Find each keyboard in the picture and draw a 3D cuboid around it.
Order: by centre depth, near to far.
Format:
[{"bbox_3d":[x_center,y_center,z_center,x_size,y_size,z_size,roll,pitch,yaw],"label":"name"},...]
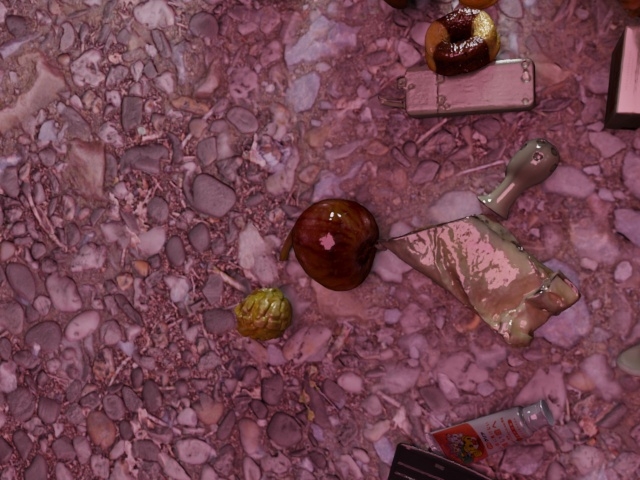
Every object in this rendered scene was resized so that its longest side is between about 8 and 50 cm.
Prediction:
[{"bbox_3d":[0.213,0.452,1.437,0.381,0.041,0.103,16,108,11],"label":"keyboard"}]

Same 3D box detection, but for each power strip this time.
[{"bbox_3d":[0.248,-0.278,1.407,0.288,0.053,0.093,0,91,19],"label":"power strip"}]

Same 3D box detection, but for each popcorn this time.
[{"bbox_3d":[-0.112,0.142,1.506,0.116,0.120,0.106,14,61,11],"label":"popcorn"}]

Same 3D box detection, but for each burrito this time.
[{"bbox_3d":[0.287,0.044,1.376,0.348,0.107,0.175,37,86,12],"label":"burrito"}]

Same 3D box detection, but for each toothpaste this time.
[{"bbox_3d":[0.312,0.357,1.401,0.234,0.057,0.089,-29,88,25],"label":"toothpaste"}]

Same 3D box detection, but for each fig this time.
[{"bbox_3d":[0.004,-0.005,1.447,0.207,0.175,0.175,25,99,36],"label":"fig"}]

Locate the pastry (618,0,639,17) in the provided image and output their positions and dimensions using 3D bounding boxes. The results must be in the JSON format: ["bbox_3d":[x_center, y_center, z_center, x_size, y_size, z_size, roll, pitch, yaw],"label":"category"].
[{"bbox_3d":[0.513,-0.557,1.188,0.405,0.292,0.337,44,115,15],"label":"pastry"}]

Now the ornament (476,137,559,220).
[{"bbox_3d":[0.358,-0.116,1.365,0.075,0.081,0.156,33,107,-19],"label":"ornament"}]

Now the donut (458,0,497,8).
[{"bbox_3d":[0.294,-0.462,1.397,0.083,0.038,0.067,6,96,17],"label":"donut"}]

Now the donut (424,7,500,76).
[{"bbox_3d":[0.251,-0.362,1.375,0.140,0.059,0.140,-8,58,14],"label":"donut"}]

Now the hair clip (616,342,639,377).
[{"bbox_3d":[0.628,0.159,1.233,0.113,0.172,0.282,42,127,0],"label":"hair clip"}]

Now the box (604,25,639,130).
[{"bbox_3d":[0.509,-0.260,1.243,0.058,0.201,0.141,6,94,14],"label":"box"}]

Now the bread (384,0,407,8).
[{"bbox_3d":[0.130,-0.562,1.326,0.172,0.312,0.312,-19,85,6],"label":"bread"}]
